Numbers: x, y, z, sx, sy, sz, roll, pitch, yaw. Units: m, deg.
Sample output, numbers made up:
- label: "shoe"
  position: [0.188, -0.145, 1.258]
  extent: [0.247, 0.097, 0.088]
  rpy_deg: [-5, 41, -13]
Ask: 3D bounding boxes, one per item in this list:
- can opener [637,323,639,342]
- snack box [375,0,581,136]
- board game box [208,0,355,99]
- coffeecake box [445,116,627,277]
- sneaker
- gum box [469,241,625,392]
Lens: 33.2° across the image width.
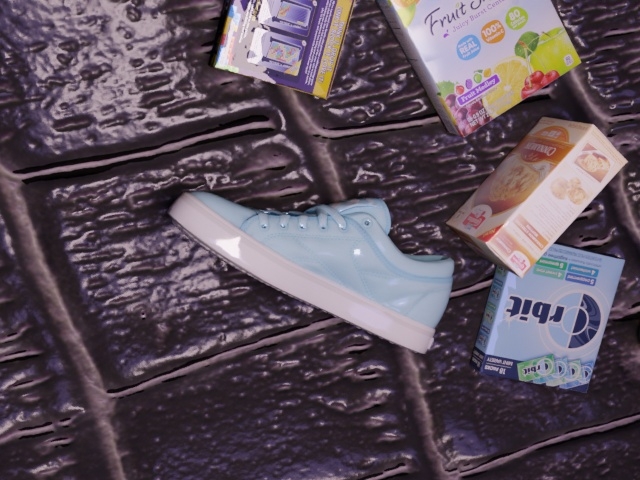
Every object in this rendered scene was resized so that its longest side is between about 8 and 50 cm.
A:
- label: "can opener"
  position: [0.457, 0.072, 1.420]
  extent: [0.059, 0.073, 0.186]
  rpy_deg: [4, 91, -6]
- label: "snack box"
  position: [0.184, -0.256, 1.280]
  extent: [0.174, 0.070, 0.207]
  rpy_deg: [-33, 105, -5]
- label: "board game box"
  position: [-0.039, -0.263, 1.236]
  extent: [0.141, 0.048, 0.170]
  rpy_deg: [14, 97, -18]
- label: "coffeecake box"
  position: [0.256, -0.056, 1.299]
  extent: [0.068, 0.142, 0.185]
  rpy_deg: [42, 89, -17]
- label: "sneaker"
  position: [0.000, 0.000, 1.266]
  extent: [0.366, 0.135, 0.150]
  rpy_deg: [27, 86, -26]
- label: "gum box"
  position: [0.293, 0.093, 1.391]
  extent: [0.157, 0.041, 0.184]
  rpy_deg: [12, 97, -16]
